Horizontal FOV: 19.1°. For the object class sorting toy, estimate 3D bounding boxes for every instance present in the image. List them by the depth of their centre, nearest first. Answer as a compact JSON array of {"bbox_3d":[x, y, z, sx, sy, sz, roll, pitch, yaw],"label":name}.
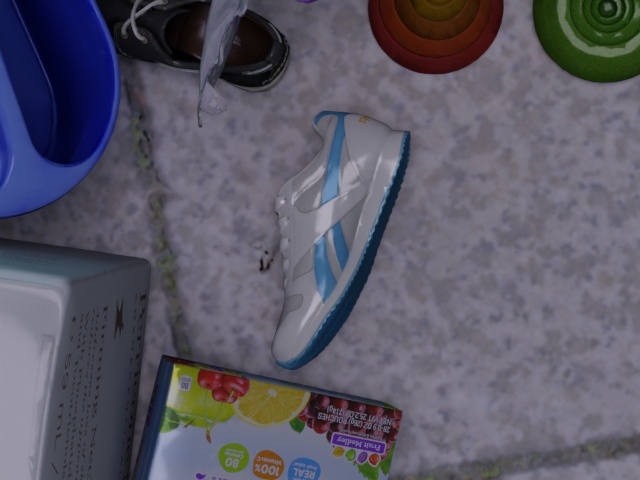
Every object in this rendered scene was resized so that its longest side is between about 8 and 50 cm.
[{"bbox_3d":[0.222,-0.202,1.605,0.366,0.126,0.127,2,90,2],"label":"sorting toy"}]

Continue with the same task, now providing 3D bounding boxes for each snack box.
[{"bbox_3d":[-0.052,0.204,1.614,0.207,0.070,0.174,14,90,-15],"label":"snack box"}]

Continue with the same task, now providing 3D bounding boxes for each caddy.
[{"bbox_3d":[-0.309,-0.173,1.536,0.241,0.179,0.341,-24,90,-30],"label":"caddy"}]

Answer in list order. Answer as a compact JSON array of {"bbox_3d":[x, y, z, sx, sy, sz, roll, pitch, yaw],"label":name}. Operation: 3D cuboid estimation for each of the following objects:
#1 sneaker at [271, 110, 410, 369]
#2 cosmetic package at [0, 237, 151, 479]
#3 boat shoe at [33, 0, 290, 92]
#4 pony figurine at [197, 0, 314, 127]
[{"bbox_3d":[0.000,0.000,1.637,0.092,0.087,0.228,20,84,9],"label":"sneaker"},{"bbox_3d":[-0.334,0.158,1.482,0.327,0.394,0.329,7,93,3],"label":"cosmetic package"},{"bbox_3d":[-0.139,-0.193,1.640,0.233,0.079,0.084,19,92,3],"label":"boat shoe"},{"bbox_3d":[-0.025,-0.301,1.531,0.364,0.351,0.302,-3,128,2],"label":"pony figurine"}]
